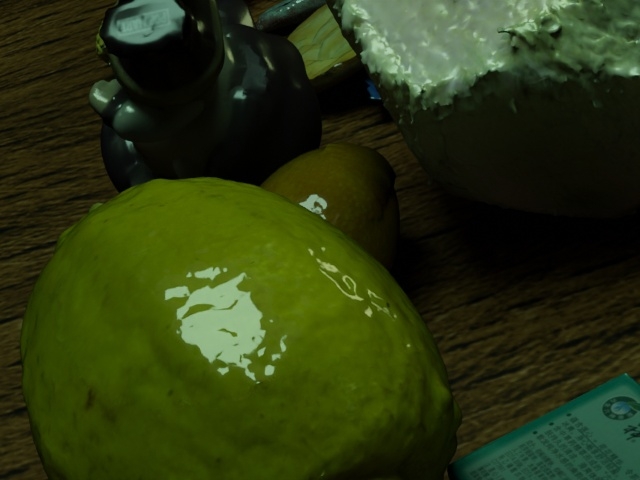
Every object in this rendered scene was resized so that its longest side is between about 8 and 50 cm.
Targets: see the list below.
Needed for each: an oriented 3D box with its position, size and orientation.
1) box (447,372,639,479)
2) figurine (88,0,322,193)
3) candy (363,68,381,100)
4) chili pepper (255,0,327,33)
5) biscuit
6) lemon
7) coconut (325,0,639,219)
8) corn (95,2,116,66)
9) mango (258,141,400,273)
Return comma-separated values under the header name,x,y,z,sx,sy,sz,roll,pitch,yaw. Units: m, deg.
name,x,y,z,sx,sy,sz,roll,pitch,yaw
box,0.208,0.206,1.100,0.153,0.092,0.245,-25,34,-13
figurine,-0.134,-0.126,1.508,0.206,0.365,0.218,-25,68,13
candy,0.196,-0.218,1.730,0.331,0.077,0.187,-13,26,5
chili pepper,-0.009,-0.261,1.899,0.153,0.041,0.050,-15,-8,1
biscuit,0.057,-0.230,1.771,0.260,0.041,0.203,-32,20,7
lemon,-0.065,0.099,1.151,0.316,0.285,0.285,20,44,14
coconut,0.216,-0.206,1.469,0.404,0.405,0.405,-10,34,7
corn,-0.146,-0.283,1.932,0.106,0.106,0.293,8,42,31
mango,0.000,0.000,1.430,0.136,0.166,0.236,35,19,-2
